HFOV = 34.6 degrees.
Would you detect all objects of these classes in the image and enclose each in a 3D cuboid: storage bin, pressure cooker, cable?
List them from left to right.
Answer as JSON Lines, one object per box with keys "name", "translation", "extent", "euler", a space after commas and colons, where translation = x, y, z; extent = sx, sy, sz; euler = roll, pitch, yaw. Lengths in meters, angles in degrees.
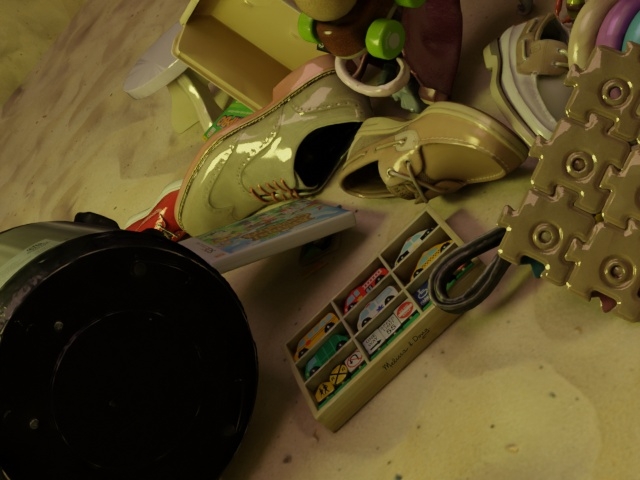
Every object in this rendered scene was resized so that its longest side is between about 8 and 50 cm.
{"name": "pressure cooker", "translation": [-0.317, 0.151, 1.331], "extent": [0.420, 0.370, 0.376], "euler": [7, 93, 57]}
{"name": "storage bin", "translation": [-0.084, -0.347, 1.670], "extent": [0.262, 0.260, 0.123], "euler": [-42, 18, 55]}
{"name": "cable", "translation": [0.232, -0.027, 1.108], "extent": [0.287, 0.072, 0.139], "euler": [-24, 70, 15]}

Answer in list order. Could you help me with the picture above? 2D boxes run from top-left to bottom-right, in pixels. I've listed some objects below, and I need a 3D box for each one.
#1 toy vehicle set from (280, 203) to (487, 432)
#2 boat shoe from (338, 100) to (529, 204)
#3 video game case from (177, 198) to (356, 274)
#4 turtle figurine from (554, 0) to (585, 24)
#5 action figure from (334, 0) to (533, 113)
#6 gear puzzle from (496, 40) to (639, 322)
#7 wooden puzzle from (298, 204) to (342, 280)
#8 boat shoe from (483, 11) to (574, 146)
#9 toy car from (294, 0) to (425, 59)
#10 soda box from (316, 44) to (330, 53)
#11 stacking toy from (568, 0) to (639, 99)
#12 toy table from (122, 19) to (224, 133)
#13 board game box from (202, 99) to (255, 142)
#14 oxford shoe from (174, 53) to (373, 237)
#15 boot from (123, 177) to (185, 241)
{"name": "toy vehicle set", "translation": [0.076, 0.090, 1.250], "extent": [0.267, 0.035, 0.166], "euler": [-44, 30, 5]}
{"name": "boat shoe", "translation": [0.136, -0.096, 1.319], "extent": [0.110, 0.121, 0.341], "euler": [-57, 21, -13]}
{"name": "video game case", "translation": [-0.081, -0.009, 1.446], "extent": [0.212, 0.023, 0.193], "euler": [-20, 15, -19]}
{"name": "turtle figurine", "translation": [0.343, -0.378, 1.275], "extent": [0.087, 0.269, 0.217], "euler": [-8, 31, -21]}
{"name": "action figure", "translation": [0.143, -0.379, 1.456], "extent": [0.248, 0.275, 0.370], "euler": [26, 105, 36]}
{"name": "gear puzzle", "translation": [0.314, -0.102, 1.022], "extent": [0.175, 0.044, 0.339], "euler": [28, 99, 23]}
{"name": "wooden puzzle", "translation": [0.000, 0.000, 1.473], "extent": [0.078, 0.014, 0.116], "euler": [-29, 35, 28]}
{"name": "boat shoe", "translation": [0.275, -0.194, 1.253], "extent": [0.103, 0.113, 0.302], "euler": [-40, 30, 23]}
{"name": "toy car", "translation": [0.018, -0.333, 1.308], "extent": [0.155, 0.188, 0.149], "euler": [21, 82, 40]}
{"name": "soda box", "translation": [0.048, -0.351, 1.536], "extent": [0.053, 0.060, 0.169], "euler": [18, 54, 9]}
{"name": "stacking toy", "translation": [0.423, -0.188, 1.061], "extent": [0.330, 0.141, 0.141], "euler": [22, 72, 51]}
{"name": "toy table", "translation": [-0.238, -0.328, 2.011], "extent": [0.274, 0.161, 0.252], "euler": [-23, 38, 36]}
{"name": "board game box", "translation": [-0.108, -0.260, 1.890], "extent": [0.259, 0.039, 0.124], "euler": [-44, 30, -1]}
{"name": "oxford shoe", "translation": [-0.080, -0.114, 1.593], "extent": [0.397, 0.140, 0.146], "euler": [-43, 50, 25]}
{"name": "boot", "translation": [-0.271, 0.006, 1.743], "extent": [0.244, 0.088, 0.176], "euler": [-32, 33, 40]}
